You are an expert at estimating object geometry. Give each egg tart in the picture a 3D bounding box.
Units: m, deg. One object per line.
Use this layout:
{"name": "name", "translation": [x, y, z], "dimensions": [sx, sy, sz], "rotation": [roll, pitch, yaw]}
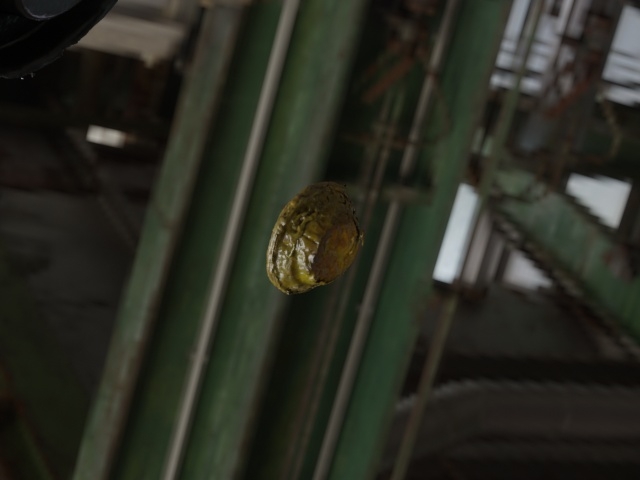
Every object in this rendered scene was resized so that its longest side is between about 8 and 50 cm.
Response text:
{"name": "egg tart", "translation": [0.000, 0.000, 1.969], "dimensions": [0.052, 0.130, 0.130], "rotation": [30, -154, 36]}

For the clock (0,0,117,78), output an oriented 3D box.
{"name": "clock", "translation": [-0.209, -0.320, 1.672], "dimensions": [0.076, 0.386, 0.386], "rotation": [32, -156, 10]}
